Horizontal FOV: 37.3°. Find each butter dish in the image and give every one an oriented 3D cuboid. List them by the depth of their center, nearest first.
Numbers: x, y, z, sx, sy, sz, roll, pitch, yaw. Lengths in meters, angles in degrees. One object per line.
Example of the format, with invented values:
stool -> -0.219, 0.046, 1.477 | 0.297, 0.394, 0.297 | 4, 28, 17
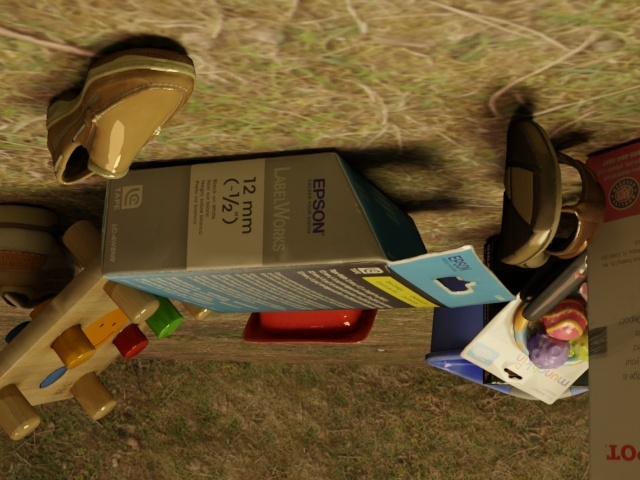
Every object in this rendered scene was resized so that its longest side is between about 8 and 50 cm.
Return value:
butter dish -> -0.011, 0.043, 1.145 | 0.160, 0.118, 0.160 | -1, -151, 16

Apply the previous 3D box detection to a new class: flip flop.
flip flop -> 0.191, -0.026, 0.774 | 0.080, 0.112, 0.277 | 4, 173, 15

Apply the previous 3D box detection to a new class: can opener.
can opener -> 0.255, 0.017, 0.932 | 0.073, 0.059, 0.186 | 28, 126, -12

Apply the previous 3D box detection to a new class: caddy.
caddy -> 0.316, 0.138, 1.354 | 0.341, 0.179, 0.241 | -6, 164, 34

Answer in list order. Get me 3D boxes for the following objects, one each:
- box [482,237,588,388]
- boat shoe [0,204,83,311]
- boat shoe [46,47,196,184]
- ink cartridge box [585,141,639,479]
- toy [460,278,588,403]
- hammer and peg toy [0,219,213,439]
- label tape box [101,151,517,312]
box -> 0.305, 0.090, 1.134 | 0.220, 0.175, 0.051 | 3, 170, -4
boat shoe -> -0.363, 0.039, 1.190 | 0.113, 0.103, 0.302 | 3, 168, -4
boat shoe -> -0.144, -0.079, 0.677 | 0.068, 0.072, 0.190 | 10, 166, -30
ink cartridge box -> 0.316, 0.057, 0.726 | 0.117, 0.282, 0.207 | 10, 166, -30
toy -> 0.278, 0.087, 1.014 | 0.137, 0.056, 0.237 | 30, 115, -17
hammer and peg toy -> -0.252, 0.110, 1.134 | 0.266, 0.127, 0.361 | -44, 168, 6
label tape box -> 0.000, 0.000, 0.936 | 0.348, 0.115, 0.249 | -5, 166, 20
